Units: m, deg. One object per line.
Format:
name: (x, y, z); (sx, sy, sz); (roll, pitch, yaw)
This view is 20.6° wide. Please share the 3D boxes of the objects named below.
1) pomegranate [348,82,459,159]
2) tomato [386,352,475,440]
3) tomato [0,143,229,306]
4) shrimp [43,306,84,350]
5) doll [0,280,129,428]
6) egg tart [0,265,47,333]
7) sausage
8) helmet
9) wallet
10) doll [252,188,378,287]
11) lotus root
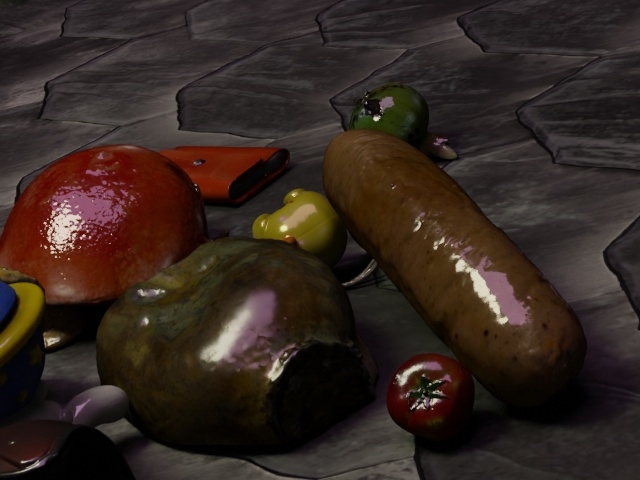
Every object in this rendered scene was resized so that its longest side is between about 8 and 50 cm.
pomegranate: (0.110, -0.144, 2.360); (0.161, 0.122, 0.122); (24, 23, -7)
tomato: (0.108, 0.151, 1.694); (0.087, 0.087, 0.075); (-6, -20, 19)
tomato: (-0.269, -0.031, 2.175); (0.309, 0.170, 0.309); (-2, 12, 1)
shrimp: (-0.359, 0.106, 2.142); (0.162, 0.045, 0.095); (7, 51, 31)
doll: (-0.346, 0.172, 1.693); (0.159, 0.243, 0.311); (2, 39, 27)
egg tart: (-0.406, 0.143, 1.882); (0.294, 0.116, 0.295); (-26, -20, -10)
sausage: (0.119, 0.003, 1.838); (0.123, 0.136, 0.501); (-44, 40, 3)
helmet: (-0.252, 0.255, 1.524); (0.216, 0.189, 0.193); (-35, 21, -32)
wallet: (-0.161, -0.097, 2.470); (0.204, 0.045, 0.142); (4, 29, 38)
doll: (0.000, 0.000, 2.080); (0.221, 0.135, 0.143); (-29, -6, -18)
lotus root: (-0.082, 0.106, 1.832); (0.267, 0.149, 0.260); (-25, 24, -17)
